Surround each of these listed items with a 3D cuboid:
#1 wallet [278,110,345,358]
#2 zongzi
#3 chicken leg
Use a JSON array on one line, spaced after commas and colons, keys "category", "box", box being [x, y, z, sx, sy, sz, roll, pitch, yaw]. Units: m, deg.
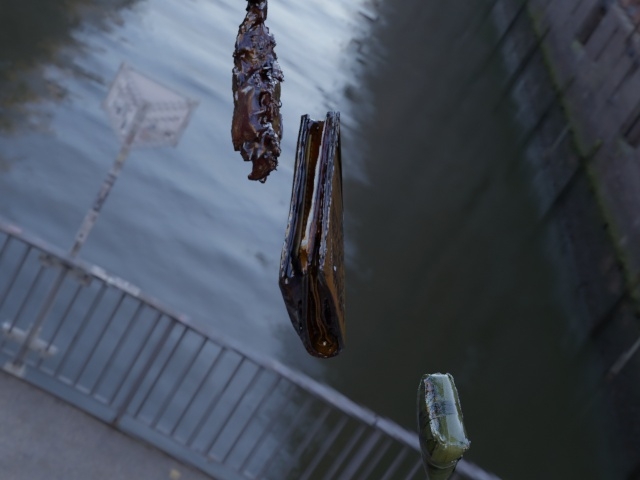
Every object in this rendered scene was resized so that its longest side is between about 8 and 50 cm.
[{"category": "wallet", "box": [0.003, 0.001, 1.031, 0.042, 0.195, 0.161, 3, 63, 8]}, {"category": "zongzi", "box": [0.132, 0.216, 1.347, 0.052, 0.113, 0.104, -1, 53, -5]}, {"category": "chicken leg", "box": [-0.023, -0.061, 0.445, 0.021, 0.083, 0.036, -2, -15, 5]}]
